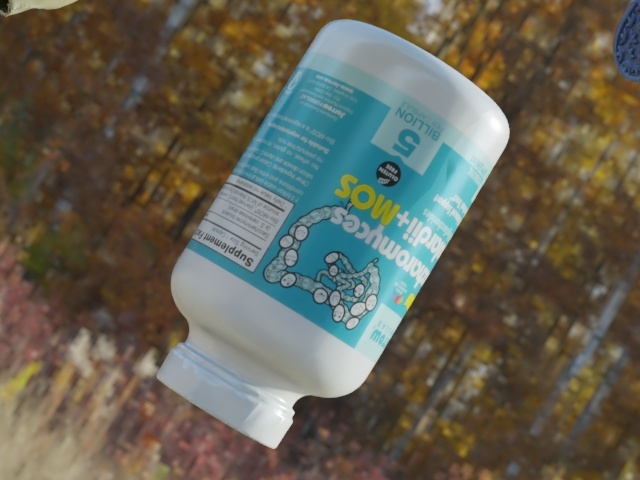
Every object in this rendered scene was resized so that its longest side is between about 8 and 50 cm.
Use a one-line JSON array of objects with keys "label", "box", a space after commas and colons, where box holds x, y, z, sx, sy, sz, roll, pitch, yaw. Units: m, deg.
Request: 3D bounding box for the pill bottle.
[{"label": "pill bottle", "box": [0.000, 0.000, 1.032, 0.146, 0.264, 0.146, 31, -4, 2]}]

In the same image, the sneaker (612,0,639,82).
[{"label": "sneaker", "box": [0.325, -0.187, 1.188, 0.090, 0.081, 0.232, 6, -31, -36]}]

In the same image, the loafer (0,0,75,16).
[{"label": "loafer", "box": [-0.273, -0.230, 1.189, 0.268, 0.092, 0.102, 17, -55, 39]}]
